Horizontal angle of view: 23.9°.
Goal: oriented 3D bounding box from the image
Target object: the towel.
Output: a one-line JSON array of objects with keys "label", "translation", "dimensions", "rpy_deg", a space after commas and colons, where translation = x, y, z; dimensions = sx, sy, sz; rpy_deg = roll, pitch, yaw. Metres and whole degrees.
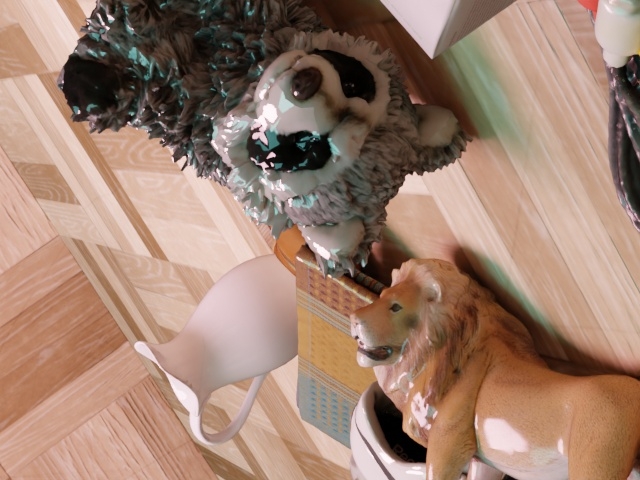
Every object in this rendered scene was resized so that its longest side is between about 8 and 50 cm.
[{"label": "towel", "translation": [0.088, 0.161, 1.572], "dimensions": [0.271, 0.040, 0.370], "rpy_deg": [31, 153, 18]}]

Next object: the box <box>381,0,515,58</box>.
[{"label": "box", "translation": [0.079, -0.191, 0.945], "dimensions": [0.101, 0.087, 0.102], "rpy_deg": [50, 162, 12]}]

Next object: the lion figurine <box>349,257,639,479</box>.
[{"label": "lion figurine", "translation": [0.182, 0.156, 1.246], "dimensions": [0.392, 0.240, 0.142], "rpy_deg": [12, 180, 43]}]

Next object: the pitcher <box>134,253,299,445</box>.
[{"label": "pitcher", "translation": [-0.089, 0.127, 1.760], "dimensions": [0.125, 0.207, 0.178], "rpy_deg": [32, 153, 49]}]

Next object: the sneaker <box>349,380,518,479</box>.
[{"label": "sneaker", "translation": [0.159, 0.241, 1.417], "dimensions": [0.330, 0.122, 0.146], "rpy_deg": [26, 149, 25]}]

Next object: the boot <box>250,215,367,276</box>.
[{"label": "boot", "translation": [0.000, 0.000, 1.540], "dimensions": [0.152, 0.073, 0.197], "rpy_deg": [50, 169, 5]}]

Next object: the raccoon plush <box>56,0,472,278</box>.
[{"label": "raccoon plush", "translation": [-0.022, -0.119, 1.314], "dimensions": [0.299, 0.216, 0.446], "rpy_deg": [38, -170, 5]}]

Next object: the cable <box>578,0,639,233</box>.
[{"label": "cable", "translation": [0.175, -0.098, 0.899], "dimensions": [0.139, 0.072, 0.287], "rpy_deg": [51, 163, 27]}]
